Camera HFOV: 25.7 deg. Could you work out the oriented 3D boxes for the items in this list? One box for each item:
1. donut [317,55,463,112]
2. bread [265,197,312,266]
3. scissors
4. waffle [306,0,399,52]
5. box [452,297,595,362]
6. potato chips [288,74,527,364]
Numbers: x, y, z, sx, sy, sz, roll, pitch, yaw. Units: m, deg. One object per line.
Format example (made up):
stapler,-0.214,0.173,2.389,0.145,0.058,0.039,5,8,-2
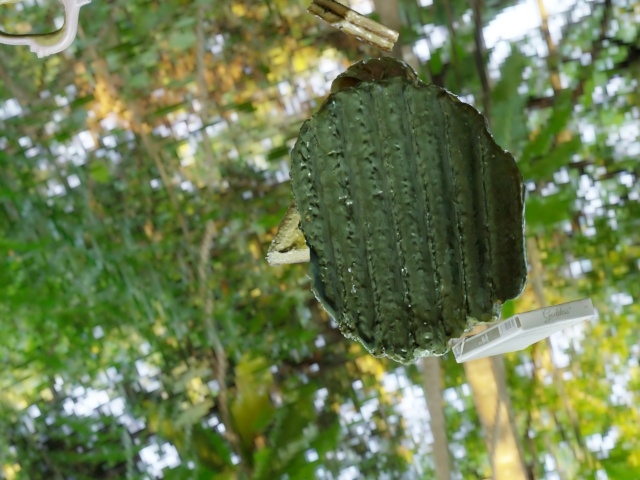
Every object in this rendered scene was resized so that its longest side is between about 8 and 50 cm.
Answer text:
donut,0.151,-0.187,2.533,0.170,0.360,0.360,-53,-166,31
bread,0.000,0.000,2.585,0.160,0.140,0.169,29,-104,4
scissors,-0.266,-0.295,1.590,0.317,0.160,0.024,-6,-167,11
waffle,0.058,-0.380,2.450,0.102,0.148,0.042,37,-77,43
box,0.258,0.117,1.811,0.109,0.029,0.198,-10,168,-22
potato chips,0.128,-0.041,2.025,0.358,0.429,0.070,-16,166,26
